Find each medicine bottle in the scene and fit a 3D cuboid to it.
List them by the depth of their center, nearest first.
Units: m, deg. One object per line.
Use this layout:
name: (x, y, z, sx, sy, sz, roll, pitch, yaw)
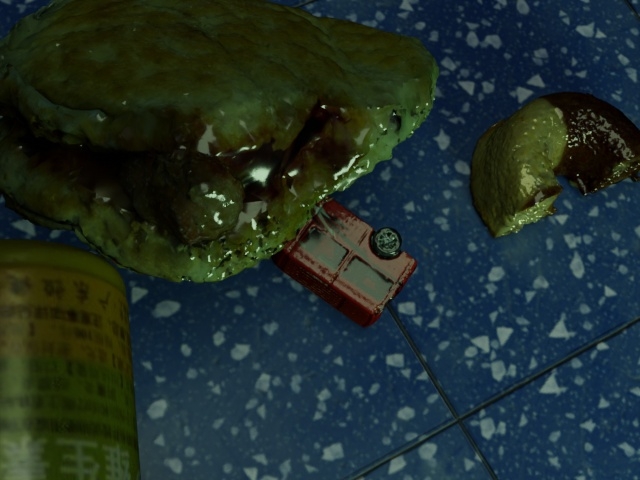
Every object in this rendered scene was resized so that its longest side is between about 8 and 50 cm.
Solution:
medicine bottle: (-0.264, 0.211, 1.129, 0.224, 0.224, 0.385, -1, 68, -16)

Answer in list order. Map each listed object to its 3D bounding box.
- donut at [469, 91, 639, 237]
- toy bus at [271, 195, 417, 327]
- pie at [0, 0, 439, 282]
donut: (0.263, -0.098, 1.493, 0.217, 0.085, 0.141, -27, 76, -23)
toy bus: (0.000, 0.000, 1.381, 0.195, 0.081, 0.089, 36, 72, 1)
pie: (-0.107, -0.135, 1.310, 0.395, 0.180, 0.418, 26, 40, 29)
